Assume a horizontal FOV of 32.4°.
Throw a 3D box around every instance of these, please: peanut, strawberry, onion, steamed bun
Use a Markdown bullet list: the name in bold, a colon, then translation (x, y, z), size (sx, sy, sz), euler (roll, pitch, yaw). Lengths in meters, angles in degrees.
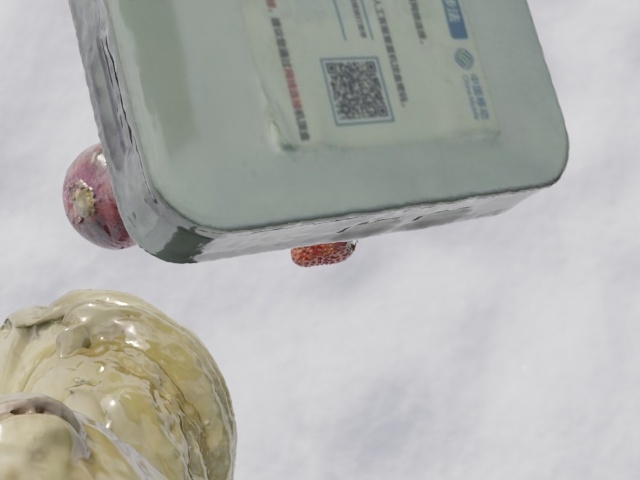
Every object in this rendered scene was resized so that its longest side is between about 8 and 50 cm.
- **peanut**: translation (-0.113, 0.195, 0.584), size (0.130, 0.130, 0.290), euler (-41, 127, -30)
- **strawberry**: translation (0.000, 0.000, 1.350), size (0.083, 0.073, 0.073), euler (-23, 89, 5)
- **onion**: translation (-0.268, -0.069, 1.562), size (0.195, 0.160, 0.159), euler (-17, 86, -55)
- **steamed bun**: translation (-0.215, 0.243, 1.140), size (0.230, 0.324, 0.372), euler (16, 32, -42)

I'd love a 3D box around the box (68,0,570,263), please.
- **box**: translation (-0.005, -0.196, 0.899), size (0.397, 0.111, 0.395), euler (-8, 78, -31)
